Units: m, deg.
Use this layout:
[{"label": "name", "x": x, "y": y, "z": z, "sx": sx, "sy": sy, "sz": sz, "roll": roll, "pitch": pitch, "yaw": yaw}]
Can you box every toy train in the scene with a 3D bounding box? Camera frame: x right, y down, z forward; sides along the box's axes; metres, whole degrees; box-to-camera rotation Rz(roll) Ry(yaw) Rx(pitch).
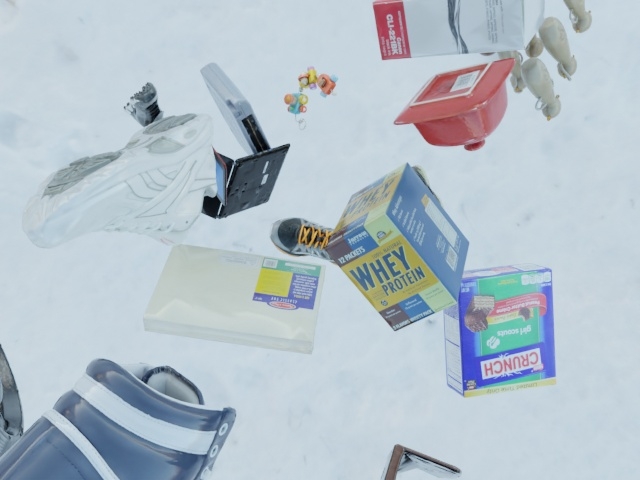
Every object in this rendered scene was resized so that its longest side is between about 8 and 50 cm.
[{"label": "toy train", "x": -0.032, "y": -0.357, "z": 1.707, "sx": 0.166, "sy": 0.046, "sz": 0.125, "roll": -50, "pitch": 53, "yaw": 30}]

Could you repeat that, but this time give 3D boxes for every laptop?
[{"label": "laptop", "x": -0.244, "y": -0.180, "z": 1.805, "sx": 0.264, "sy": 0.234, "sz": 0.136, "roll": -23, "pitch": 65, "yaw": -34}]

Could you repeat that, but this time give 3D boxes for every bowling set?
[{"label": "bowling set", "x": 0.452, "y": -0.409, "z": 1.509, "sx": 0.154, "sy": 0.200, "sz": 0.287, "roll": 45, "pitch": 69, "yaw": -40}]

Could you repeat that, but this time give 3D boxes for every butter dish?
[{"label": "butter dish", "x": 0.221, "y": -0.192, "z": 1.078, "sx": 0.160, "sy": 0.160, "sz": 0.118, "roll": -4, "pitch": 125, "yaw": 41}]

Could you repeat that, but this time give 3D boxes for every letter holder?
[{"label": "letter holder", "x": 0.212, "y": 0.498, "z": 1.303, "sx": 0.214, "sy": 0.302, "sz": 0.152, "roll": 17, "pitch": 72, "yaw": 9}]

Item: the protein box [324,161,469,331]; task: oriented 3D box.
[{"label": "protein box", "x": 0.143, "y": 0.008, "z": 1.239, "sx": 0.136, "sy": 0.200, "sz": 0.201, "roll": -31, "pitch": 108, "yaw": 32}]

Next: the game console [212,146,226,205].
[{"label": "game console", "x": -0.269, "y": -0.152, "z": 1.559, "sx": 0.124, "sy": 0.144, "sz": 0.085, "roll": 2, "pitch": 54, "yaw": -6}]

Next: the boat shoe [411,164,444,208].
[{"label": "boat shoe", "x": 0.239, "y": -0.104, "z": 1.629, "sx": 0.056, "sy": 0.049, "sz": 0.152, "roll": -34, "pitch": 78, "yaw": 33}]

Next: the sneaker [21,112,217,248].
[{"label": "sneaker", "x": -0.166, "y": -0.036, "z": 0.656, "sx": 0.090, "sy": 0.232, "sz": 0.115, "roll": 1, "pitch": 117, "yaw": 36}]

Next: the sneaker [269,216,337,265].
[{"label": "sneaker", "x": 0.000, "y": 0.000, "z": 1.438, "sx": 0.215, "sy": 0.083, "sz": 0.084, "roll": 14, "pitch": 80, "yaw": -16}]

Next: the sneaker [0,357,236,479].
[{"label": "sneaker", "x": -0.102, "y": 0.190, "z": 0.484, "sx": 0.099, "sy": 0.282, "sz": 0.153, "roll": 16, "pitch": 61, "yaw": 38}]

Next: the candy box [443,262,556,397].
[{"label": "candy box", "x": 0.471, "y": 0.236, "z": 1.851, "sx": 0.268, "sy": 0.122, "sz": 0.317, "roll": -7, "pitch": 100, "yaw": -12}]

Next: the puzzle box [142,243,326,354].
[{"label": "puzzle box", "x": -0.201, "y": 0.140, "z": 1.732, "sx": 0.409, "sy": 0.272, "sz": 0.052, "roll": 8, "pitch": 131, "yaw": 2}]

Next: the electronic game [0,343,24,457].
[{"label": "electronic game", "x": -0.436, "y": 0.176, "z": 0.887, "sx": 0.048, "sy": 0.229, "sz": 0.229, "roll": -21, "pitch": 97, "yaw": -13}]

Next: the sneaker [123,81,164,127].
[{"label": "sneaker", "x": -0.454, "y": -0.352, "z": 1.861, "sx": 0.106, "sy": 0.234, "sz": 0.078, "roll": 47, "pitch": 72, "yaw": -16}]

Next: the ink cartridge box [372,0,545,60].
[{"label": "ink cartridge box", "x": 0.263, "y": -0.425, "z": 1.296, "sx": 0.273, "sy": 0.197, "sz": 0.114, "roll": 3, "pitch": 121, "yaw": 29}]

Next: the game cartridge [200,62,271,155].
[{"label": "game cartridge", "x": -0.207, "y": -0.313, "z": 1.796, "sx": 0.062, "sy": 0.297, "sz": 0.198, "roll": -31, "pitch": 58, "yaw": -4}]
